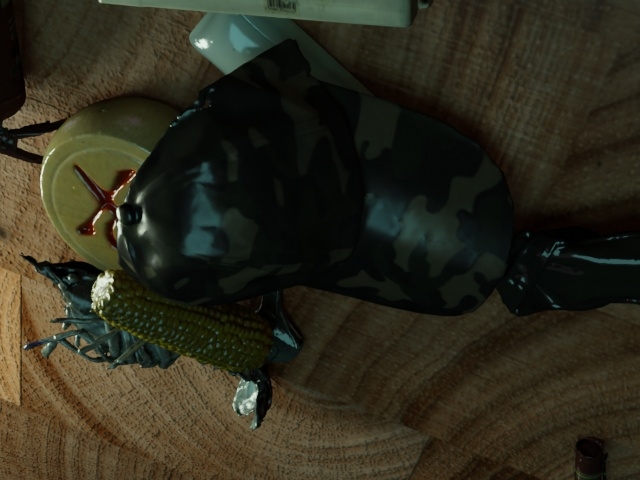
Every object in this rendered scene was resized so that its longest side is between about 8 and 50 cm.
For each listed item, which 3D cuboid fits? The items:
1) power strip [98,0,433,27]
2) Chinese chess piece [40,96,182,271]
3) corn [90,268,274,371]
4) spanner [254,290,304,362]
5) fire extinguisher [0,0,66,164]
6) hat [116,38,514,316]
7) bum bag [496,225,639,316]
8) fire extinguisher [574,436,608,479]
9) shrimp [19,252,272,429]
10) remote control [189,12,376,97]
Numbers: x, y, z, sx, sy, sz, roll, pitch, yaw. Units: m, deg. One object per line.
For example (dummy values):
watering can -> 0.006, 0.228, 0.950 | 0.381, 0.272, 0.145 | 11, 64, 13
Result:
power strip -> -0.067, -0.269, 0.945 | 0.367, 0.106, 0.043 | 8, 131, 15
Chinese chess piece -> -0.234, -0.060, 1.180 | 0.250, 0.097, 0.251 | 11, 128, 14
corn -> -0.172, 0.104, 1.194 | 0.260, 0.091, 0.091 | 23, 144, -35
spanner -> -0.060, 0.048, 1.245 | 0.093, 0.026, 0.325 | 13, 129, 10
fire extinguisher -> -0.394, -0.232, 1.115 | 0.147, 0.106, 0.337 | 0, 130, -5
hat -> 0.000, 0.000, 1.017 | 0.381, 0.257, 0.366 | 26, 131, 14
bum bag -> 0.347, 0.024, 1.037 | 0.326, 0.080, 0.142 | -3, 132, 20
fire extinguisher -> 0.374, 0.331, 1.289 | 0.056, 0.039, 0.132 | 10, 130, 26
shrimp -> -0.238, 0.135, 1.291 | 0.410, 0.221, 0.166 | 19, 99, -22
remote control -> -0.014, -0.160, 1.047 | 0.293, 0.051, 0.103 | 39, 126, -13
